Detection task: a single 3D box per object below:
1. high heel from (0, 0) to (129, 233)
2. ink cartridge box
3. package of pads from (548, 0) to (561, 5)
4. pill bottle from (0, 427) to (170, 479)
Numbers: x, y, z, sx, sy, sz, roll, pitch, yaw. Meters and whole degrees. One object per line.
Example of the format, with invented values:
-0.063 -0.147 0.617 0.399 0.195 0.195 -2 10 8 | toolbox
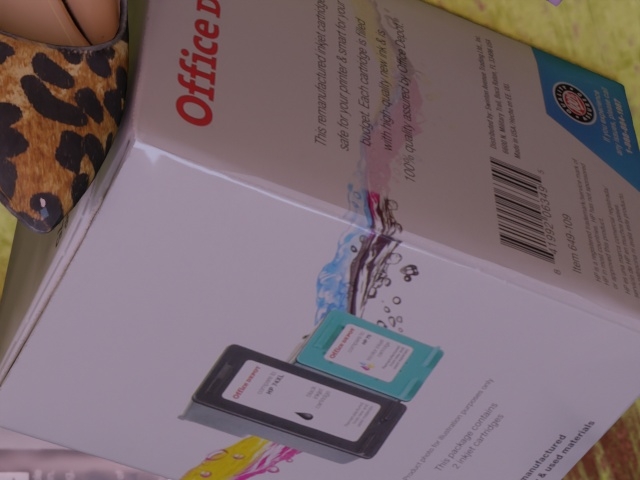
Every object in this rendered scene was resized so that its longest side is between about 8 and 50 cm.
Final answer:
-0.100 -0.146 0.611 0.093 0.261 0.186 10 135 -28 | high heel
0.000 0.000 0.785 0.270 0.198 0.197 20 129 -18 | ink cartridge box
0.122 -0.157 0.758 0.050 0.032 0.083 31 124 -23 | package of pads
-0.165 0.120 0.912 0.283 0.161 0.161 1 132 -2 | pill bottle
